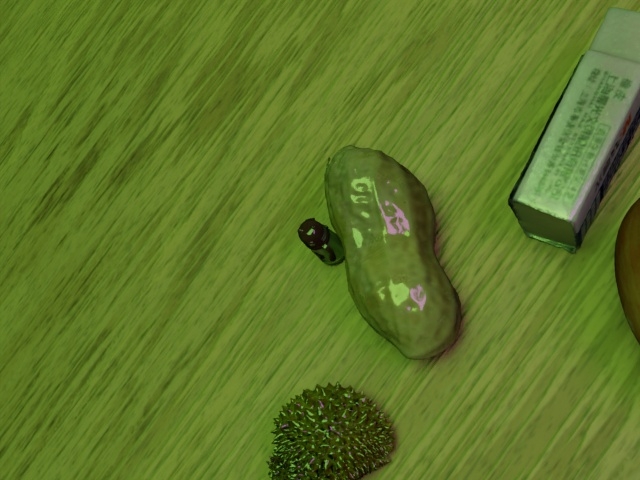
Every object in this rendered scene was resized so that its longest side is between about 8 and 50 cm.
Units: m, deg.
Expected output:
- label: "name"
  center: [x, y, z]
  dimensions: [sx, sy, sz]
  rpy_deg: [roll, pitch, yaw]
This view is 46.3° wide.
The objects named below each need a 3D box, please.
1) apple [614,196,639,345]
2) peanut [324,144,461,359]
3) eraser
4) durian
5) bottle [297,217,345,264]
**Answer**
- label: "apple"
  center: [0.447, 0.045, 0.789]
  dimensions: [0.242, 0.242, 0.241]
  rpy_deg: [-13, 78, 21]
- label: "peanut"
  center: [0.096, 0.012, 1.018]
  dimensions: [0.149, 0.149, 0.313]
  rpy_deg: [-22, 65, 17]
- label: "eraser"
  center: [0.346, -0.138, 0.955]
  dimensions: [0.086, 0.130, 0.287]
  rpy_deg: [24, 81, 29]
- label: "durian"
  center: [-0.014, 0.273, 0.986]
  dimensions: [0.208, 0.102, 0.146]
  rpy_deg: [-42, 64, 10]
- label: "bottle"
  center: [-0.002, 0.000, 1.085]
  dimensions: [0.063, 0.101, 0.047]
  rpy_deg: [15, 78, 30]
